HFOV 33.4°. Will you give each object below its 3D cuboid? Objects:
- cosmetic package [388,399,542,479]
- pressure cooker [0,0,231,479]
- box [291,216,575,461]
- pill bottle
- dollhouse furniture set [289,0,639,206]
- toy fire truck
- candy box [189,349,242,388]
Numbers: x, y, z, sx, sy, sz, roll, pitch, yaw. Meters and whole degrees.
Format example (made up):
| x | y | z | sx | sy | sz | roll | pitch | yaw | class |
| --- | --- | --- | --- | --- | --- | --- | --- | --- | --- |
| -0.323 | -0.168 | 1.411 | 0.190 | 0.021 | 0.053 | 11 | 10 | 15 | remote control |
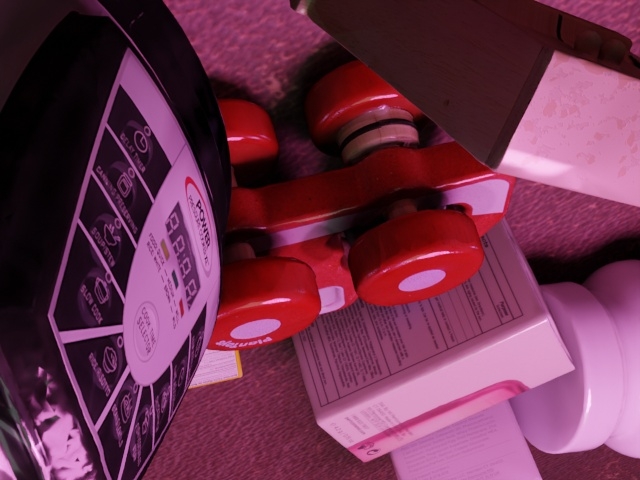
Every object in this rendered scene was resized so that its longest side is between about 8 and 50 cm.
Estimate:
| x | y | z | sx | sy | sz | roll | pitch | yaw | class |
| --- | --- | --- | --- | --- | --- | --- | --- | --- | --- |
| 0.144 | 0.226 | 1.155 | 0.138 | 0.225 | 0.224 | -21 | 144 | 0 | cosmetic package |
| -0.248 | -0.002 | 0.551 | 0.375 | 0.420 | 0.370 | 41 | 127 | -12 | pressure cooker |
| 0.101 | 0.089 | 1.023 | 0.232 | 0.149 | 0.127 | -25 | 144 | 11 | box |
| 0.392 | 0.119 | 1.135 | 0.362 | 0.210 | 0.210 | -3 | 141 | -19 | pill bottle |
| 0.175 | -0.254 | 0.613 | 0.362 | 0.256 | 0.394 | 10 | 115 | -33 | dollhouse furniture set |
| 0.000 | 0.000 | 0.867 | 0.302 | 0.169 | 0.254 | -15 | 159 | -4 | toy fire truck |
| -0.182 | 0.121 | 1.046 | 0.205 | 0.027 | 0.105 | -12 | 145 | -8 | candy box |
